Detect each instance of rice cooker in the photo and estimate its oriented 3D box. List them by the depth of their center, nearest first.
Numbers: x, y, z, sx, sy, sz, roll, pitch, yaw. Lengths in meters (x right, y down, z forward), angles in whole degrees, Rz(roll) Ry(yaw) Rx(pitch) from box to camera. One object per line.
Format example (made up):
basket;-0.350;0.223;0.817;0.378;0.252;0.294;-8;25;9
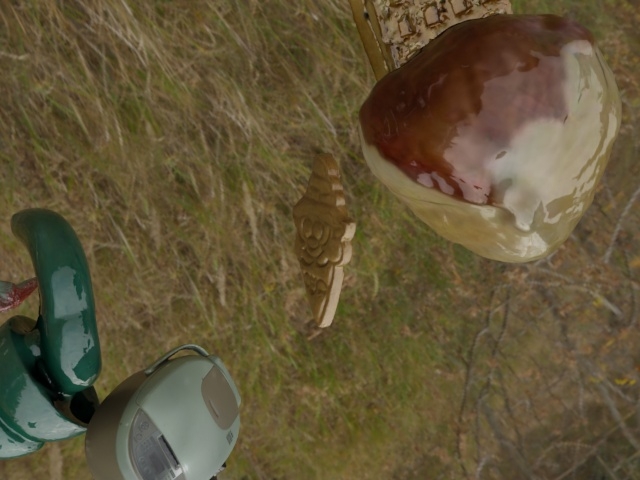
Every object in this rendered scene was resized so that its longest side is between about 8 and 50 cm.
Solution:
rice cooker;-0.179;0.214;0.860;0.127;0.145;0.206;-19;-166;24

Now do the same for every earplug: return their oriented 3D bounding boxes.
earplug;-0.353;0.125;0.886;0.280;0.257;0.164;-44;-173;-2

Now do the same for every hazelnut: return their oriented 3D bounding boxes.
hazelnut;0.174;-0.095;0.744;0.261;0.241;0.261;-7;123;-11

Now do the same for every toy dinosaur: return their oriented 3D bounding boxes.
toy dinosaur;-0.515;0.088;1.222;0.242;0.167;0.053;-17;121;-52

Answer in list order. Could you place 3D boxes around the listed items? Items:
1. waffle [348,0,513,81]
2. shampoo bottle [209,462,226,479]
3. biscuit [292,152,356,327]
waffle;0.187;-0.268;1.085;0.213;0.091;0.308;-26;110;-12
shampoo bottle;-0.269;0.457;1.310;0.246;0.079;0.080;-40;122;8
biscuit;0.000;0.000;1.057;0.035;0.250;0.162;-3;-178;-25
